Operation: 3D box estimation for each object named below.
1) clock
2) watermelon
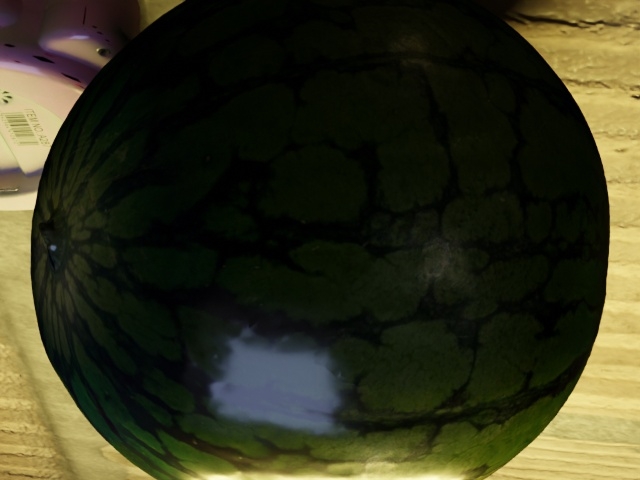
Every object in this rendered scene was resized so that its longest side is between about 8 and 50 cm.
[{"bbox_3d":[-0.227,-0.101,1.187,0.248,0.090,0.227,-1,149,11],"label":"clock"},{"bbox_3d":[0.000,0.000,1.055,0.363,0.363,0.363,6,150,3],"label":"watermelon"}]
